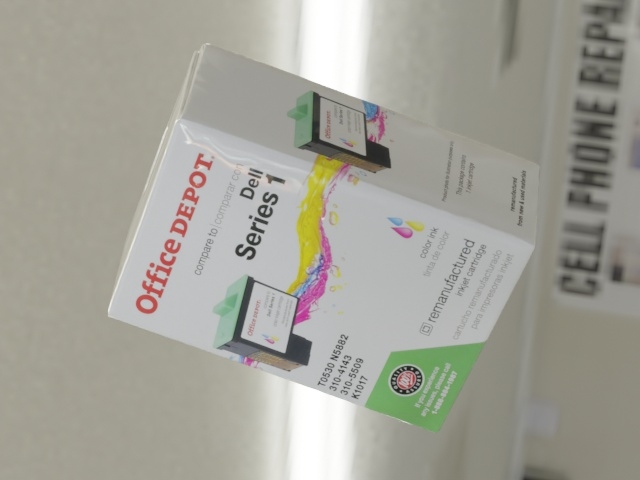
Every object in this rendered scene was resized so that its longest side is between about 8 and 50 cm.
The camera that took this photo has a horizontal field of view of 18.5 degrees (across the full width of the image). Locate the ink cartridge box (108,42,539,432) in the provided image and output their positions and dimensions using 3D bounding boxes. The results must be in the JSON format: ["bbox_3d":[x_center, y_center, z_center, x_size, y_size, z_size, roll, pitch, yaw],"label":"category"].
[{"bbox_3d":[0.000,0.000,1.494,0.117,0.278,0.201,-78,9,-55],"label":"ink cartridge box"}]
